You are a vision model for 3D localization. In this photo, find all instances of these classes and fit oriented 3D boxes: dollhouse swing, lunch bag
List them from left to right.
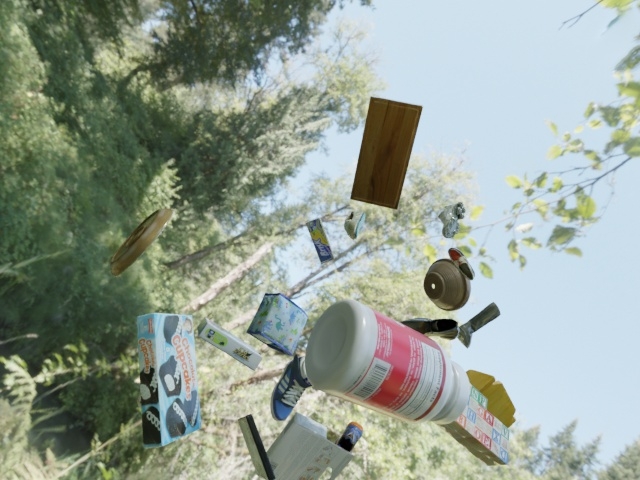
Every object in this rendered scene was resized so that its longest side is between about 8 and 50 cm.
[{"bbox_3d":[-0.110,0.233,1.135,0.151,0.129,0.096,39,-28,-31],"label":"lunch bag"},{"bbox_3d":[0.674,0.754,1.951,0.347,0.315,0.305,56,-8,-25],"label":"dollhouse swing"}]

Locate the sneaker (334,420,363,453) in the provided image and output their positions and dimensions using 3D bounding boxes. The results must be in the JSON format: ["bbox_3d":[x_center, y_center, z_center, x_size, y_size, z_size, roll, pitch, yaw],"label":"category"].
[{"bbox_3d":[0.089,0.802,1.589,0.083,0.087,0.221,28,-66,20],"label":"sneaker"}]

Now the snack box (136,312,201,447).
[{"bbox_3d":[-0.407,0.364,1.109,0.187,0.060,0.322,41,38,-72],"label":"snack box"}]

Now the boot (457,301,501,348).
[{"bbox_3d":[0.713,0.381,1.841,0.076,0.208,0.190,46,-9,38],"label":"boot"}]

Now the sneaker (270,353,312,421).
[{"bbox_3d":[-0.113,0.718,1.997,0.130,0.323,0.236,36,-36,-22],"label":"sneaker"}]

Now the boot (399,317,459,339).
[{"bbox_3d":[0.379,0.298,1.441,0.219,0.082,0.106,1,-29,10],"label":"boot"}]

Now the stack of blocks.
[{"bbox_3d":[0.530,0.627,1.439,0.297,0.171,0.087,41,-44,-9],"label":"stack of blocks"}]

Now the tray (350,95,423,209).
[{"bbox_3d":[0.257,-0.344,1.631,0.202,0.076,0.411,14,-66,8],"label":"tray"}]

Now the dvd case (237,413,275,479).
[{"bbox_3d":[-0.197,0.616,1.226,0.181,0.022,0.253,65,-25,17],"label":"dvd case"}]

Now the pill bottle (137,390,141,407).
[{"bbox_3d":[-0.536,0.464,1.345,0.094,0.094,0.170,32,-72,47],"label":"pill bottle"}]

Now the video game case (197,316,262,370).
[{"bbox_3d":[-0.359,0.395,1.593,0.244,0.061,0.269,37,-15,-12],"label":"video game case"}]

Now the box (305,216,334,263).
[{"bbox_3d":[0.000,0.000,1.562,0.054,0.059,0.169,-62,131,-83],"label":"box"}]

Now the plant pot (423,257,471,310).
[{"bbox_3d":[0.533,0.198,1.806,0.237,0.109,0.238,7,-82,60],"label":"plant pot"}]

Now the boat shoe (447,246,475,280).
[{"bbox_3d":[0.508,0.084,1.471,0.049,0.043,0.137,-37,-92,26],"label":"boat shoe"}]

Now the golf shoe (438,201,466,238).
[{"bbox_3d":[0.472,-0.071,1.514,0.085,0.176,0.069,1,-49,42],"label":"golf shoe"}]

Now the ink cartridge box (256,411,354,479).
[{"bbox_3d":[-0.059,0.826,1.548,0.261,0.296,0.066,32,17,-8],"label":"ink cartridge box"}]

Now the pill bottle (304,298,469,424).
[{"bbox_3d":[0.181,0.327,1.048,0.407,0.229,0.229,30,-11,-24],"label":"pill bottle"}]

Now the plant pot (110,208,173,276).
[{"bbox_3d":[-0.496,-0.005,1.121,0.032,0.236,0.236,43,-14,-26],"label":"plant pot"}]

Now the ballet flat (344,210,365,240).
[{"bbox_3d":[0.092,-0.044,1.179,0.052,0.168,0.057,11,-68,10],"label":"ballet flat"}]
